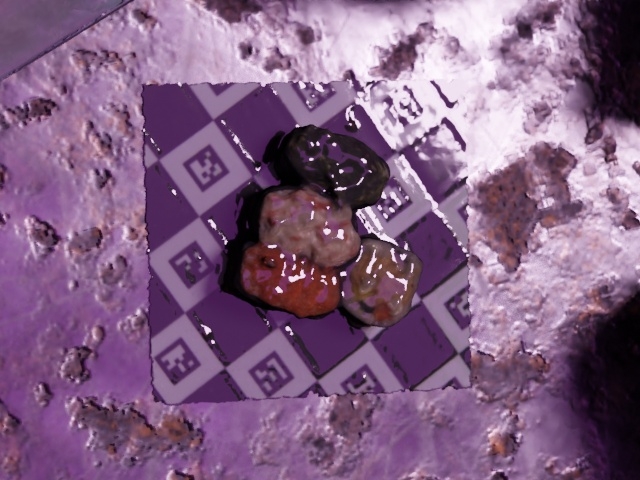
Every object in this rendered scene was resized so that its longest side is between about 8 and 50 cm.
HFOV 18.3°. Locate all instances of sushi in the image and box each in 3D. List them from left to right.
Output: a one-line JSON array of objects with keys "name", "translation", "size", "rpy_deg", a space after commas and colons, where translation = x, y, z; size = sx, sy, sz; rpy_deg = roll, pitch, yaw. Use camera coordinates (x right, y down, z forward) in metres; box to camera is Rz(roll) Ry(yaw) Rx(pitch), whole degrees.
[{"name": "sushi", "translation": [0.000, 0.000, 1.348], "size": [0.231, 0.047, 0.220], "rpy_deg": [-2, 92, -15]}]

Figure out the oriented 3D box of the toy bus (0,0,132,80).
[{"name": "toy bus", "translation": [-0.161, -0.202, 1.271], "size": [0.317, 0.112, 0.138], "rpy_deg": [-33, 104, -11]}]
